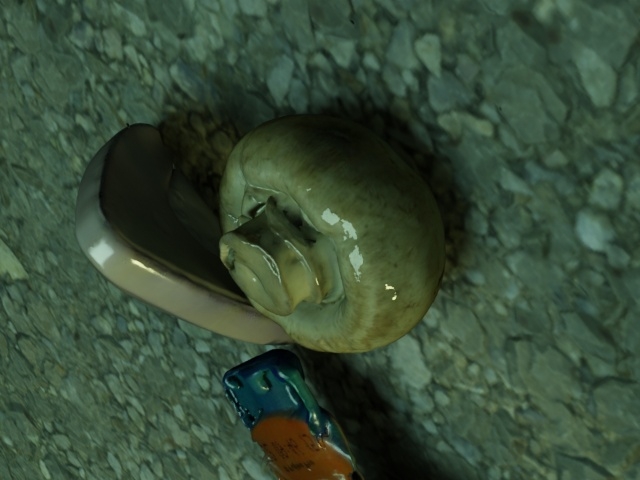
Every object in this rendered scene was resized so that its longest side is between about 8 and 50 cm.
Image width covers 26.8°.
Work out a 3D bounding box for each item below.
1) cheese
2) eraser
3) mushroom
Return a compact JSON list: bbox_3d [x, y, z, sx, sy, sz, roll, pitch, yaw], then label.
[{"bbox_3d":[0.031,0.231,1.010,0.329,0.129,0.217,59,145,-3],"label":"cheese"},{"bbox_3d":[-0.111,0.003,0.936,0.059,0.243,0.204,-40,81,14],"label":"eraser"},{"bbox_3d":[0.000,0.000,0.862,0.166,0.127,0.166,39,148,30],"label":"mushroom"}]
